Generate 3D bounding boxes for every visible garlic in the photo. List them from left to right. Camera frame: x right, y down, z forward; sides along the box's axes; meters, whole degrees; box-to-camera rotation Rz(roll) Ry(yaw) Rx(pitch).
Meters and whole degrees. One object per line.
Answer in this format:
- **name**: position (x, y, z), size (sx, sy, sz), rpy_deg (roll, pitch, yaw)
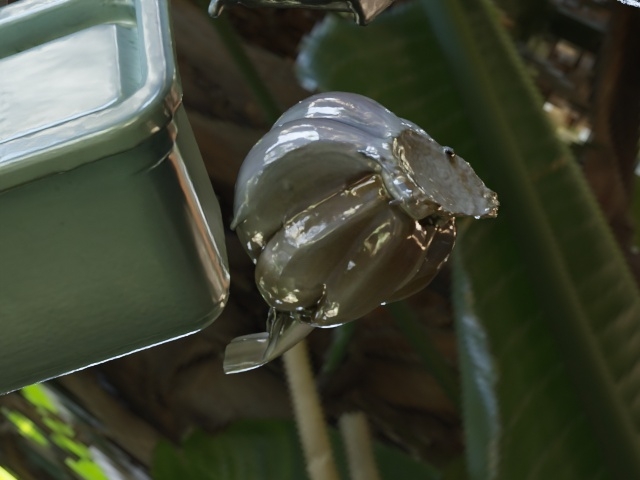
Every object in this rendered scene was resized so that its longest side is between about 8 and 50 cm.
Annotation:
- **garlic**: position (0.000, 0.000, 1.012), size (0.131, 0.127, 0.194), rpy_deg (-25, -22, -50)

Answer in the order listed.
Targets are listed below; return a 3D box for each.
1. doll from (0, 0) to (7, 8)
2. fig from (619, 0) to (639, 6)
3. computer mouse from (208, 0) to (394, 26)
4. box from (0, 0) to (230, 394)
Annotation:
- **doll**: position (-0.285, -0.211, 1.301), size (0.180, 0.079, 0.094), rpy_deg (47, -136, -47)
- **fig**: position (0.148, -0.235, 0.997), size (0.149, 0.245, 0.149), rpy_deg (-55, 15, 23)
- **computer mouse**: position (0.002, -0.173, 0.805), size (0.231, 0.126, 0.071), rpy_deg (-47, -31, -41)
- **box**: position (-0.207, -0.009, 1.056), size (0.311, 0.175, 0.182), rpy_deg (-18, -53, 5)
